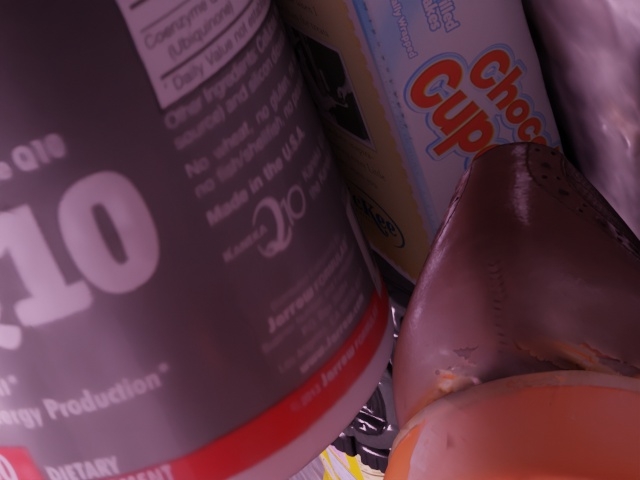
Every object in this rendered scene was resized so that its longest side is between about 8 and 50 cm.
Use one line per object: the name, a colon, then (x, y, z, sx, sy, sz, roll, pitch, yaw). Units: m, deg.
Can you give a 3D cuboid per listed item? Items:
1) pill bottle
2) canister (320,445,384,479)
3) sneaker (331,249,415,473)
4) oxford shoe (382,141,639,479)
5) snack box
pill bottle: (-0.093, -0.058, 0.505, 0.161, 0.161, 0.283, 38, 154, 60)
canister: (0.034, 0.096, 0.858, 0.126, 0.073, 0.170, 44, 159, 51)
sneaker: (0.000, 0.000, 0.707, 0.286, 0.130, 0.109, 29, 138, 25)
oxford shoe: (0.115, 0.109, 0.542, 0.363, 0.130, 0.132, 64, -158, -50)
snack box: (-0.026, -0.117, 0.624, 0.322, 0.060, 0.187, 42, 158, 54)
